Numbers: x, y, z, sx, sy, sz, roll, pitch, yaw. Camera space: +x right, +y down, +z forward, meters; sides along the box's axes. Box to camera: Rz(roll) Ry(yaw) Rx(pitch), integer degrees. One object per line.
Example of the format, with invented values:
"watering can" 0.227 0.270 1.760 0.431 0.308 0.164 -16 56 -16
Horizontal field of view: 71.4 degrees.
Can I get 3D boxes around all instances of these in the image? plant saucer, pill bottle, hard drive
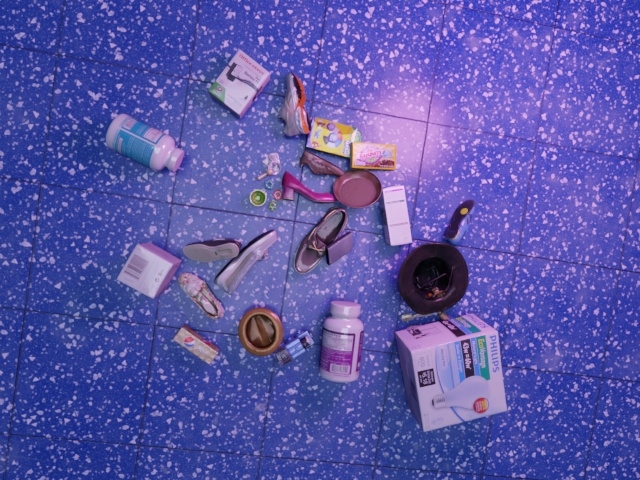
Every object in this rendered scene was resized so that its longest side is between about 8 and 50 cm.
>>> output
"plant saucer" 0.151 -0.205 1.819 0.198 0.036 0.199 -1 58 2
"pill bottle" -0.662 -0.362 1.702 0.263 0.146 0.146 27 90 -7
"hard drive" 0.076 0.032 1.818 0.135 0.022 0.094 -33 138 -27
"pill bottle" 0.088 0.405 1.815 0.169 0.169 0.302 6 92 -7

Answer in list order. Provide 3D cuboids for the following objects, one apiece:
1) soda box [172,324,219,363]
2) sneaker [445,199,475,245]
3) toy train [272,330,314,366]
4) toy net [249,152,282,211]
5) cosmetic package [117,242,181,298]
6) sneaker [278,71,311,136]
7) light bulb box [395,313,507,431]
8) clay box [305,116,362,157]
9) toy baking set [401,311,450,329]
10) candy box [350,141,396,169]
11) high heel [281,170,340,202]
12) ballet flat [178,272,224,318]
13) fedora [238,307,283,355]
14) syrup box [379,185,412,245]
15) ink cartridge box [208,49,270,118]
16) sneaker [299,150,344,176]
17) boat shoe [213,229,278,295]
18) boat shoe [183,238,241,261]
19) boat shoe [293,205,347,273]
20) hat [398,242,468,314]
"soda box" -0.501 0.421 1.804 0.181 0.058 0.061 37 88 -6
"sneaker" 0.608 -0.075 1.908 0.082 0.069 0.210 37 78 -39
"toy train" -0.111 0.440 1.825 0.184 0.105 0.080 -30 96 -4
"toy net" -0.202 -0.242 1.811 0.121 0.045 0.233 18 91 -7
"cosmetic package" -0.649 0.111 1.708 0.151 0.183 0.151 30 89 -6
"sneaker" -0.124 -0.541 1.783 0.120 0.099 0.263 -13 79 24
"light bulb box" 0.530 0.532 1.828 0.360 0.225 0.359 -12 101 -5
"clay box" 0.058 -0.416 1.827 0.221 0.053 0.128 12 92 -6
"toy baking set" 0.476 0.385 1.925 0.196 0.030 0.256 -39 96 -3
"candy box" 0.218 -0.347 1.836 0.205 0.027 0.105 -2 93 -22
"high heel" -0.037 -0.215 1.820 0.243 0.082 0.117 5 89 0
"ballet flat" -0.477 0.222 1.788 0.091 0.077 0.241 -45 96 -2
"fedora" -0.241 0.369 1.816 0.194 0.079 0.195 0 85 -4
"syrup box" 0.308 -0.103 1.850 0.096 0.093 0.237 -9 94 -6
"ink cartridge box" -0.317 -0.615 1.758 0.153 0.087 0.209 36 88 -7
"sneaker" 0.004 -0.298 1.831 0.188 0.066 0.071 28 106 -2
"boat shoe" -0.284 0.083 1.788 0.320 0.118 0.103 -43 102 1
"boat shoe" -0.433 0.034 1.791 0.232 0.079 0.084 -4 119 7
"boat shoe" 0.000 0.000 1.819 0.116 0.096 0.325 37 88 -7
"hat" 0.452 0.138 1.859 0.330 0.134 0.332 -4 112 -9
